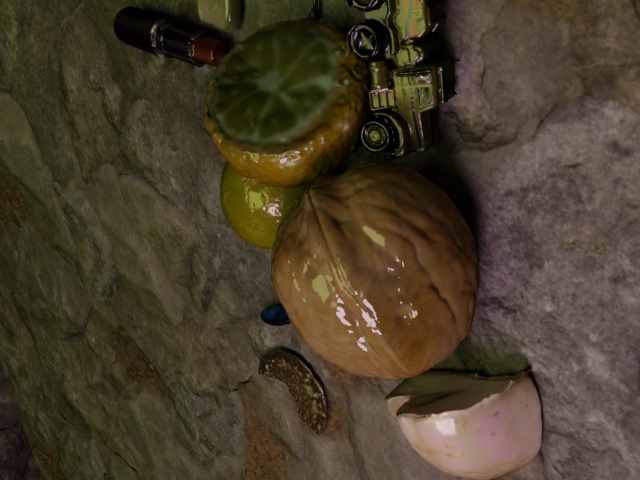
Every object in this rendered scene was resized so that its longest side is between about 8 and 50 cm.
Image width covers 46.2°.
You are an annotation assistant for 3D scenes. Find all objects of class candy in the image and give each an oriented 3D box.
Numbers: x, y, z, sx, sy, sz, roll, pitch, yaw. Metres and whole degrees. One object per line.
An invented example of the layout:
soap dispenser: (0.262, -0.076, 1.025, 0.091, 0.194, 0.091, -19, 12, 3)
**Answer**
candy: (-0.046, -0.201, 1.103, 0.260, 0.260, 0.118, 36, 174, 30)

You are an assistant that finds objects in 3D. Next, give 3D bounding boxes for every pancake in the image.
pancake: (-0.051, 0.304, 1.503, 0.184, 0.020, 0.190, -18, 93, 48)

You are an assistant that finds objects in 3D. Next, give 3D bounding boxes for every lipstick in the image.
lipstick: (-0.271, -0.370, 1.372, 0.300, 0.081, 0.081, 25, 125, 38)

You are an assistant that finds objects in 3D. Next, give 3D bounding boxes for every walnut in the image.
walnut: (0.076, 0.042, 1.057, 0.277, 0.252, 0.313, -14, 121, 44)

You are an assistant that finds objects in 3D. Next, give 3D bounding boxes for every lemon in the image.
lemon: (-0.078, -0.076, 1.233, 0.184, 0.184, 0.248, 49, 143, 19)

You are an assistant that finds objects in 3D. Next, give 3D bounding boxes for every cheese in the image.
cheese: (-0.168, -0.451, 1.258, 0.097, 0.037, 0.192, 31, 129, 32)

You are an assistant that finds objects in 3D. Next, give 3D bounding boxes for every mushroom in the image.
mushroom: (0.202, 0.301, 1.129, 0.236, 0.162, 0.173, -12, 97, 50)

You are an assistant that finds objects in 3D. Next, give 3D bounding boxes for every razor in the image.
razor: (-0.002, 0.140, 1.355, 0.056, 0.093, 0.324, 41, 151, -27)

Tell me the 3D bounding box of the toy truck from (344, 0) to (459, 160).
toy truck: (0.119, -0.240, 1.000, 0.127, 0.127, 0.256, 8, 115, 28)

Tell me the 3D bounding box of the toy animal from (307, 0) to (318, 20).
toy animal: (-0.054, -0.455, 1.130, 0.252, 0.070, 0.079, 57, 175, -8)
